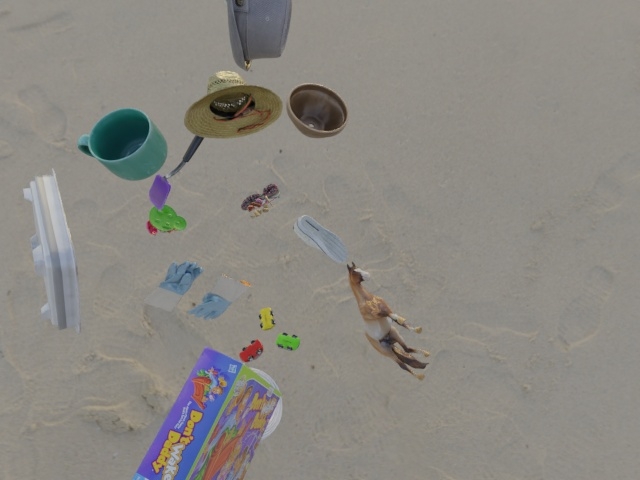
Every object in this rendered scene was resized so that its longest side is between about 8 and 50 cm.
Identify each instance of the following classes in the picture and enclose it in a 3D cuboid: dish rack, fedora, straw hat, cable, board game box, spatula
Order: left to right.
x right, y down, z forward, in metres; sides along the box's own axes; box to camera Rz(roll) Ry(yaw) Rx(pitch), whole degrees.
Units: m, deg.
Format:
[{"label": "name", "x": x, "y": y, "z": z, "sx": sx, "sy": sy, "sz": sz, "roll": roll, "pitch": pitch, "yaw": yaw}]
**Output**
[{"label": "dish rack", "x": -0.623, "y": 0.027, "z": 0.931, "sx": 0.073, "sy": 0.285, "sz": 0.332, "roll": -9, "pitch": 49, "yaw": -35}, {"label": "spatula", "x": -0.436, "y": -0.230, "z": 1.237, "sx": 0.084, "sy": 0.030, "sz": 0.296, "roll": 39, "pitch": 94, "yaw": 24}, {"label": "board game box", "x": -0.188, "y": 0.363, "z": 0.766, "sx": 0.078, "sy": 0.347, "sz": 0.233, "roll": 19, "pitch": 66, "yaw": 15}, {"label": "straw hat", "x": -0.127, "y": -0.202, "z": 0.567, "sx": 0.145, "sy": 0.144, "sz": 0.061, "roll": -15, "pitch": 81, "yaw": -15}, {"label": "cable", "x": -0.250, "y": 0.586, "z": 1.432, "sx": 0.257, "sy": 0.089, "sz": 0.257, "roll": 48, "pitch": 31, "yaw": -20}, {"label": "fedora", "x": -0.127, "y": -0.518, "z": 0.881, "sx": 0.125, "sy": 0.243, "sz": 0.275, "roll": 2, "pitch": 101, "yaw": -2}]

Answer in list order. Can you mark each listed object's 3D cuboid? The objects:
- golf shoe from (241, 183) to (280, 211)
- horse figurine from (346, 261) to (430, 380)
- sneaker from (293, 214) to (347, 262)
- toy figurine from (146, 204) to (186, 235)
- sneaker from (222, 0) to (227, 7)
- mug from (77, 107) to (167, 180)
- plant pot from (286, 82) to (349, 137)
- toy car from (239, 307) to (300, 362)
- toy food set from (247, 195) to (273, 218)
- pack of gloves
[{"label": "golf shoe", "x": -0.262, "y": -0.174, "z": 1.796, "sx": 0.186, "sy": 0.086, "sz": 0.067, "roll": -29, "pitch": 57, "yaw": -4}, {"label": "horse figurine", "x": 0.137, "y": 0.179, "z": 0.817, "sx": 0.066, "sy": 0.263, "sz": 0.175, "roll": -40, "pitch": 37, "yaw": -20}, {"label": "sneaker", "x": 0.000, "y": 0.000, "z": 1.636, "sx": 0.258, "sy": 0.091, "sz": 0.094, "roll": 44, "pitch": 55, "yaw": -8}, {"label": "toy figurine", "x": -0.738, "y": -0.074, "z": 1.882, "sx": 0.173, "sy": 0.159, "sz": 0.130, "roll": 21, "pitch": 59, "yaw": -34}, {"label": "sneaker", "x": -0.131, "y": -0.700, "z": 1.024, "sx": 0.102, "sy": 0.293, "sz": 0.146, "roll": 18, "pitch": 28, "yaw": -44}, {"label": "mug", "x": -0.392, "y": -0.193, "z": 0.825, "sx": 0.158, "sy": 0.097, "sz": 0.129, "roll": 31, "pitch": 75, "yaw": 20}, {"label": "plant pot", "x": -0.021, "y": -0.467, "z": 1.523, "sx": 0.238, "sy": 0.109, "sz": 0.237, "roll": 8, "pitch": 61, "yaw": -15}, {"label": "toy car", "x": -0.180, "y": 0.396, "z": 1.602, "sx": 0.225, "sy": 0.053, "sz": 0.238, "roll": 9, "pitch": 57, "yaw": 24}, {"label": "toy food set", "x": -0.263, "y": -0.141, "z": 1.702, "sx": 0.122, "sy": 0.019, "sz": 0.077, "roll": -31, "pitch": 80, "yaw": -37}, {"label": "pack of gloves", "x": -0.322, "y": 0.125, "z": 1.053, "sx": 0.195, "sy": 0.232, "sz": 0.046, "roll": 28, "pitch": 40, "yaw": -26}]
